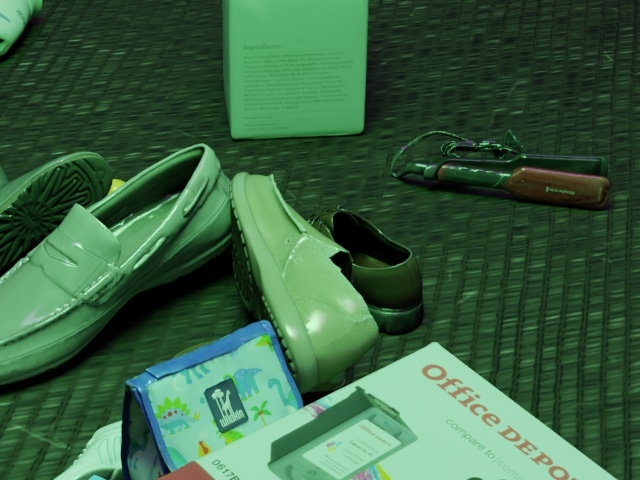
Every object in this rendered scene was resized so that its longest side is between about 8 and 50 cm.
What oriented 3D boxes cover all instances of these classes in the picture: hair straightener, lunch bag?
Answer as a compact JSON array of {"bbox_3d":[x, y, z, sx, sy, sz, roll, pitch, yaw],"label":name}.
[{"bbox_3d":[0.189,-0.078,1.595,0.230,0.047,0.089,2,35,8],"label":"hair straightener"},{"bbox_3d":[-0.083,0.148,1.163,0.128,0.151,0.096,-24,33,-32],"label":"lunch bag"}]

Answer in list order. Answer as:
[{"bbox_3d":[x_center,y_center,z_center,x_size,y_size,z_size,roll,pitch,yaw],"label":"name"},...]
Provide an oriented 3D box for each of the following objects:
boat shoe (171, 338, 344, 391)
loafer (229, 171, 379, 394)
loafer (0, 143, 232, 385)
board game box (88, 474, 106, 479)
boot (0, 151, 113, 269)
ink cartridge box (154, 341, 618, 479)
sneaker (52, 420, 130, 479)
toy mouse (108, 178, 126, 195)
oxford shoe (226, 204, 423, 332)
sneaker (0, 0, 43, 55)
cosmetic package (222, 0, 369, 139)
[{"bbox_3d":[-0.055,0.116,1.313,0.153,0.048,0.056,-8,36,-4],"label":"boat shoe"},{"bbox_3d":[-0.019,0.031,1.312,0.092,0.102,0.268,-9,40,-12],"label":"loafer"},{"bbox_3d":[-0.213,0.018,1.358,0.319,0.111,0.112,-37,47,-29],"label":"loafer"},{"bbox_3d":[-0.172,0.274,0.939,0.039,0.212,0.160,21,40,26],"label":"board game box"},{"bbox_3d":[-0.323,-0.067,1.500,0.189,0.076,0.208,-30,37,-11],"label":"boot"},{"bbox_3d":[0.037,0.228,1.084,0.306,0.131,0.226,-25,44,-30],"label":"ink cartridge box"},{"bbox_3d":[-0.170,0.182,1.210,0.061,0.054,0.152,20,33,38],"label":"sneaker"},{"bbox_3d":[-0.218,-0.015,1.489,0.161,0.031,0.143,20,40,23],"label":"toy mouse"},{"bbox_3d":[0.000,0.000,1.426,0.227,0.096,0.083,19,41,25],"label":"oxford shoe"},{"bbox_3d":[-0.487,-0.284,1.790,0.297,0.111,0.129,3,42,4],"label":"sneaker"},{"bbox_3d":[-0.031,-0.229,1.664,0.151,0.184,0.151,-3,37,-6],"label":"cosmetic package"}]
